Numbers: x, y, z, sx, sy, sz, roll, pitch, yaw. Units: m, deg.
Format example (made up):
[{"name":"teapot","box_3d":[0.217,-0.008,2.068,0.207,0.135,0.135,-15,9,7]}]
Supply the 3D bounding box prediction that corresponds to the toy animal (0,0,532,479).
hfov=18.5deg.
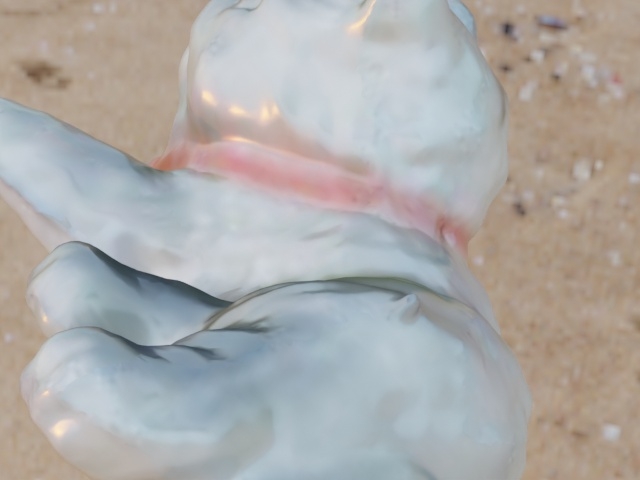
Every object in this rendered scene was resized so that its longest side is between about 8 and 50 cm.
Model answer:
[{"name":"toy animal","box_3d":[0.000,0.000,0.685,0.188,0.308,0.266,-34,74,5]}]
